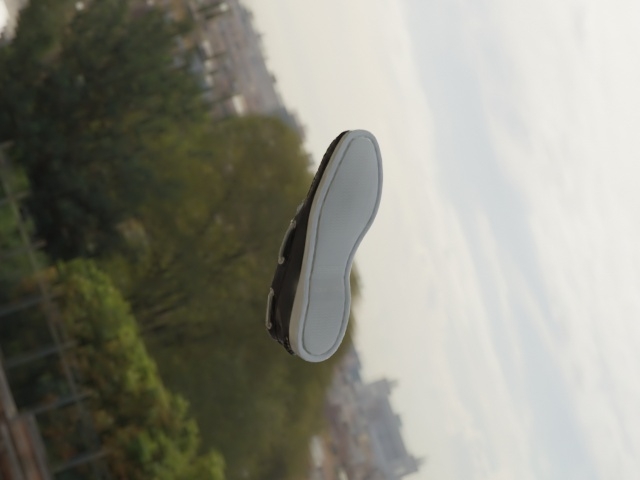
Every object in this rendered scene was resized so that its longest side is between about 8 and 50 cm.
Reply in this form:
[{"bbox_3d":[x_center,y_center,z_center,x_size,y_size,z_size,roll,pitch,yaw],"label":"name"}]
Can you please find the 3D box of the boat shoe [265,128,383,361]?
[{"bbox_3d":[0.000,0.000,0.813,0.038,0.046,0.125,22,-75,47],"label":"boat shoe"}]
